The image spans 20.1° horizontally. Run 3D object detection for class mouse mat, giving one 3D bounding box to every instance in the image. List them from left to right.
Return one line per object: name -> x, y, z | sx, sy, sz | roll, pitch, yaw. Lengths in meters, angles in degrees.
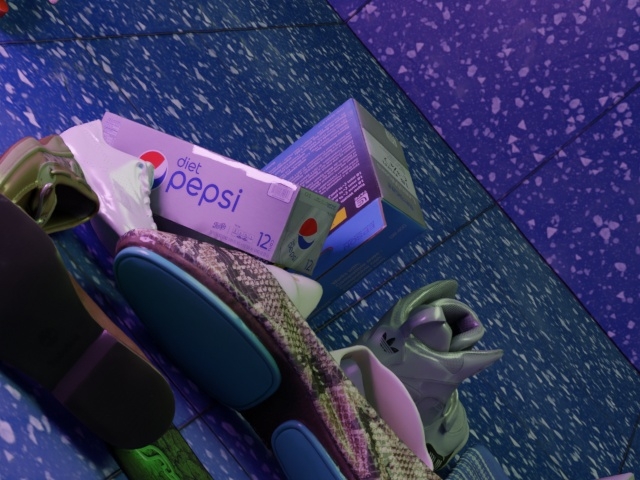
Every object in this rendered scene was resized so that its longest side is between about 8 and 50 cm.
mouse mat -> -0.170, 0.190, 1.738 | 0.189, 0.007, 0.153 | 52, 16, 12

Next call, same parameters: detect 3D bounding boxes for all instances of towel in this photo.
towel -> 0.243, 0.378, 2.261 | 0.243, 0.040, 0.336 | 56, 11, 4

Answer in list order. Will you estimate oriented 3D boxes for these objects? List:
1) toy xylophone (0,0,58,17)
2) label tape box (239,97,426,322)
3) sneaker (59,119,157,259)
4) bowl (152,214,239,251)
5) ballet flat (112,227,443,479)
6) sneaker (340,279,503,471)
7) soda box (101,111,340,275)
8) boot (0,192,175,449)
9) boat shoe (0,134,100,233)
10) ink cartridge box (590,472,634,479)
toy xylophone -> -0.413, -0.372, 2.236 | 0.236, 0.081, 0.322 | 47, 16, -8
label tape box -> 0.000, 0.000, 2.203 | 0.106, 0.241, 0.333 | 43, 18, -27
sneaker -> -0.210, -0.044, 1.969 | 0.212, 0.094, 0.080 | 52, -23, 8
bowl -> -0.162, -0.035, 2.178 | 0.142, 0.053, 0.142 | 52, 18, 21
ballet flat -> -0.018, 0.151, 1.915 | 0.483, 0.164, 0.182 | 51, 52, -3
sneaker -> 0.141, 0.171, 2.237 | 0.366, 0.210, 0.137 | 22, 32, -59
soda box -> -0.127, -0.054, 2.020 | 0.286, 0.091, 0.098 | 22, 0, 31
boot -> -0.257, 0.065, 1.654 | 0.305, 0.112, 0.115 | 49, -2, -9
boat shoe -> -0.283, -0.042, 1.785 | 0.089, 0.104, 0.285 | 46, 15, -2
ink cartridge box -> 0.255, 0.415, 1.887 | 0.385, 0.160, 0.279 | -7, 82, -70
